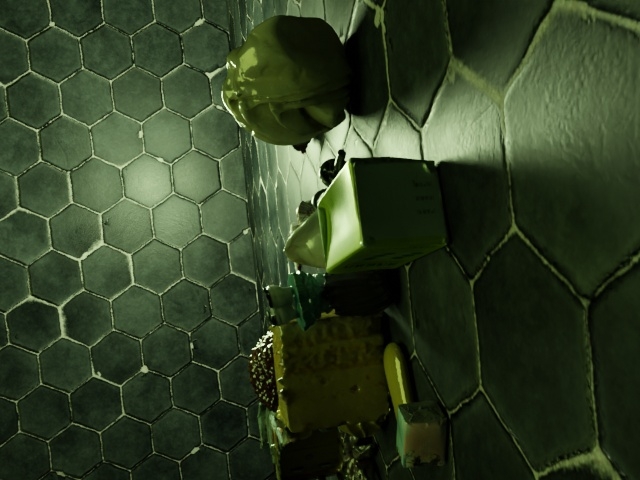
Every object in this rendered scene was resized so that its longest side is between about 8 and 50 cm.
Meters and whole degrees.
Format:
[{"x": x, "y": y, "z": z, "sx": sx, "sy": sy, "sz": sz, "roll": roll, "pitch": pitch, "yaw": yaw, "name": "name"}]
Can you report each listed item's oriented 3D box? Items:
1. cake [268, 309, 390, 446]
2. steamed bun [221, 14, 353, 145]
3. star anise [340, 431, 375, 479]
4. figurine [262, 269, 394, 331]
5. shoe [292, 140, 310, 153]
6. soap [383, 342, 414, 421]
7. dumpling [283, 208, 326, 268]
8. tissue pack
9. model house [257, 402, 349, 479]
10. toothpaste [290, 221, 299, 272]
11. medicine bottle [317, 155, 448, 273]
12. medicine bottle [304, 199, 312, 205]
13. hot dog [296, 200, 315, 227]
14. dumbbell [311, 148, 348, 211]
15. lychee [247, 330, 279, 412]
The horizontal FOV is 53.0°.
[{"x": 0.016, "y": 0.282, "z": 1.324, "sx": 0.222, "sy": 0.228, "sz": 0.286, "roll": -175, "pitch": 81, "yaw": -82, "name": "cake"}, {"x": -0.059, "y": -0.301, "z": 1.331, "sx": 0.289, "sy": 0.276, "sz": 0.203, "roll": -36, "pitch": 70, "yaw": 48, "name": "steamed bun"}, {"x": 0.085, "y": 0.504, "z": 1.495, "sx": 0.195, "sy": 0.065, "sz": 0.182, "roll": -126, "pitch": 30, "yaw": -58, "name": "star anise"}, {"x": 0.020, "y": 0.086, "z": 1.174, "sx": 0.110, "sy": 0.246, "sz": 0.137, "roll": -139, "pitch": 38, "yaw": -69, "name": "figurine"}, {"x": -0.066, "y": -0.291, "z": 1.674, "sx": 0.227, "sy": 0.099, "sz": 0.125, "roll": -154, "pitch": 66, "yaw": -81, "name": "shoe"}, {"x": 0.145, "y": 0.271, "z": 1.175, "sx": 0.089, "sy": 0.033, "sz": 0.168, "roll": 117, "pitch": 145, "yaw": -72, "name": "soap"}, {"x": -0.001, "y": 0.002, "z": 1.386, "sx": 0.216, "sy": 0.167, "sz": 0.126, "roll": 151, "pitch": 113, "yaw": -68, "name": "dumpling"}, {"x": 0.162, "y": 0.312, "z": 1.035, "sx": 0.058, "sy": 0.074, "sz": 0.094, "roll": -107, "pitch": 13, "yaw": -66, "name": "tissue pack"}, {"x": -0.041, "y": 0.519, "z": 1.701, "sx": 0.215, "sy": 0.224, "sz": 0.198, "roll": -124, "pitch": 29, "yaw": -63, "name": "model house"}, {"x": -0.080, "y": 0.025, "z": 2.080, "sx": 0.048, "sy": 0.031, "sz": 0.190, "roll": -117, "pitch": 21, "yaw": -51, "name": "toothpaste"}, {"x": 0.090, "y": -0.032, "z": 1.028, "sx": 0.250, "sy": 0.137, "sz": 0.141, "roll": 134, "pitch": 128, "yaw": -73, "name": "medicine bottle"}, {"x": -0.023, "y": -0.078, "z": 1.695, "sx": 0.091, "sy": 0.058, "sz": 0.058, "roll": -176, "pitch": 80, "yaw": -77, "name": "medicine bottle"}, {"x": -0.015, "y": -0.037, "z": 1.545, "sx": 0.191, "sy": 0.059, "sz": 0.108, "roll": 9, "pitch": -113, "yaw": -74, "name": "hot dog"}, {"x": 0.027, "y": -0.113, "z": 1.404, "sx": 0.254, "sy": 0.082, "sz": 0.081, "roll": 104, "pitch": 157, "yaw": -57, "name": "dumbbell"}, {"x": -0.048, "y": 0.313, "z": 1.616, "sx": 0.271, "sy": 0.271, "sz": 0.271, "roll": 174, "pitch": 90, "yaw": -78, "name": "lychee"}]
